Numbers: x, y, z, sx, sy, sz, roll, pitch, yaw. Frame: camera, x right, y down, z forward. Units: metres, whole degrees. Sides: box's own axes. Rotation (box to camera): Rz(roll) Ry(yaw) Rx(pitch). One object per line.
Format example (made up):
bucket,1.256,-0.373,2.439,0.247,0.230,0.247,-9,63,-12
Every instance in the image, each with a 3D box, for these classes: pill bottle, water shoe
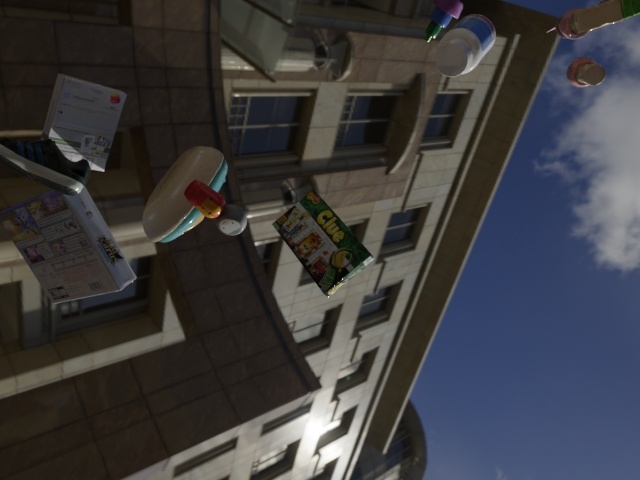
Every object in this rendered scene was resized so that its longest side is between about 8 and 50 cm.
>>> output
pill bottle,0.397,-0.536,1.551,0.124,0.221,0.124,18,-48,22
water shoe,-0.540,-0.160,1.066,0.080,0.203,0.073,-67,-166,-22

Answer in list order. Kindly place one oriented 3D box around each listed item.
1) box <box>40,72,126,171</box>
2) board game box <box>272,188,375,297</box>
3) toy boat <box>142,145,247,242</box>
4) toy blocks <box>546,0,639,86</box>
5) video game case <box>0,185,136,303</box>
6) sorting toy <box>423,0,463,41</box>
box,-0.520,-0.252,1.222,0.038,0.145,0.186,33,-72,35
board game box,0.000,0.000,1.280,0.260,0.136,0.030,50,-2,40
toy boat,-0.283,-0.088,1.294,0.267,0.148,0.318,-55,-149,-9
toy blocks,0.654,-0.519,1.204,0.288,0.260,0.309,-14,-74,17
video game case,-0.563,0.011,1.239,0.269,0.061,0.244,-12,-68,34
sorting toy,0.150,-0.565,1.266,0.365,0.127,0.126,43,-63,21
